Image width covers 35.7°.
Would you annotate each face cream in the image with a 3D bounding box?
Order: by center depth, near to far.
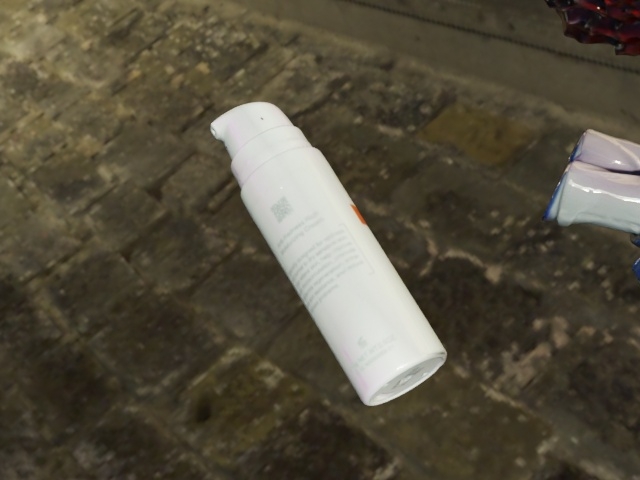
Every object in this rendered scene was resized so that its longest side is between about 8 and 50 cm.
[{"bbox_3d":[0.000,0.000,1.023,0.345,0.102,0.102,60,167,22],"label":"face cream"}]

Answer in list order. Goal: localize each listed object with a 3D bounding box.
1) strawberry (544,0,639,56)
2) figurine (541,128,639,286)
[{"bbox_3d":[0.197,-0.229,0.576,0.258,0.261,0.261,7,137,45],"label":"strawberry"},{"bbox_3d":[0.303,-0.005,0.702,0.274,0.194,0.133,41,137,26],"label":"figurine"}]
